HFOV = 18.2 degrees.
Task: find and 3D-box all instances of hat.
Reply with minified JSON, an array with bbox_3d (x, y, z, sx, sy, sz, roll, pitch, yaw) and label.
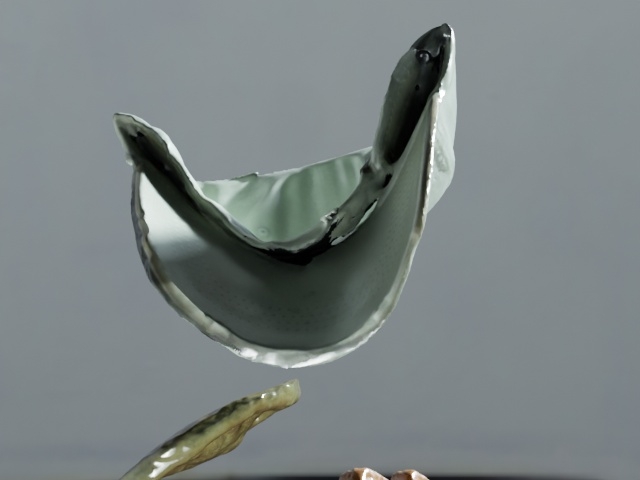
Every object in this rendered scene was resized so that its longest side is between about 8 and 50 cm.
[{"bbox_3d":[-0.002,-0.007,1.424,0.301,0.258,0.168,-95,166,-50],"label":"hat"}]

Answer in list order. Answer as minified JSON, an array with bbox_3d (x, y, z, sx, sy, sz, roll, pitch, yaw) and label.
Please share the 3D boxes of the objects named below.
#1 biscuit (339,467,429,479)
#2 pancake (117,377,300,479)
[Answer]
[{"bbox_3d":[0.121,0.331,1.902,0.306,0.043,0.284,-15,78,-62],"label":"biscuit"},{"bbox_3d":[-0.121,0.213,2.113,0.042,0.222,0.236,61,27,6],"label":"pancake"}]
